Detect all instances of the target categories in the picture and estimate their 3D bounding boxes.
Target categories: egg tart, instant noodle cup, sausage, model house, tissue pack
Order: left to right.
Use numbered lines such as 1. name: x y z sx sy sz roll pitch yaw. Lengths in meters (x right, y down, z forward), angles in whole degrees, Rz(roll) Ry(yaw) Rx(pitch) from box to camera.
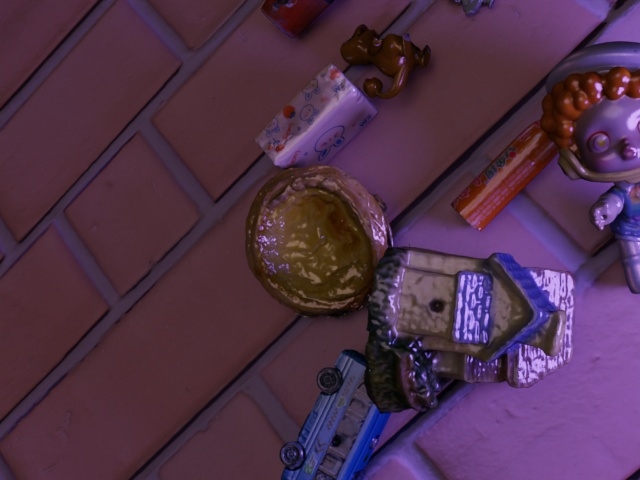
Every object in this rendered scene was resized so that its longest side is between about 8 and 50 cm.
1. instant noodle cup: -0.039 -0.465 1.600 0.136 0.127 0.127 -46 66 17
2. tissue pack: -0.005 -0.209 1.513 0.196 0.148 0.092 -45 69 9
3. egg tart: 0.000 0.000 1.486 0.278 0.095 0.279 3 100 17
4. model house: 0.236 0.143 1.265 0.266 0.321 0.261 4 88 22
5. sausage: 0.322 -0.119 1.401 0.234 0.071 0.071 -47 67 8

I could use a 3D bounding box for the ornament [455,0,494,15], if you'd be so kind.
1. ornament: 0.267 -0.439 1.504 0.092 0.041 0.069 -7 83 12

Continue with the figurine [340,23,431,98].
1. figurine: 0.102 -0.320 1.523 0.176 0.121 0.122 28 102 42

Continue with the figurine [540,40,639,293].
1. figurine: 0.460 -0.111 1.299 0.224 0.205 0.382 0 99 19

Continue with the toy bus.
1. toy bus: 0.037 0.314 1.415 0.134 0.113 0.246 25 89 19
